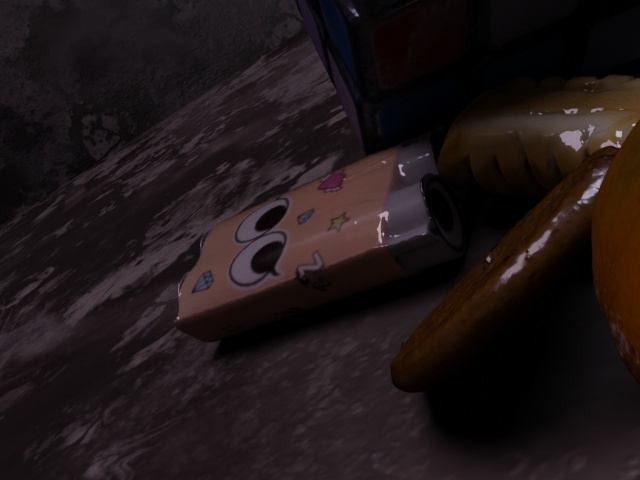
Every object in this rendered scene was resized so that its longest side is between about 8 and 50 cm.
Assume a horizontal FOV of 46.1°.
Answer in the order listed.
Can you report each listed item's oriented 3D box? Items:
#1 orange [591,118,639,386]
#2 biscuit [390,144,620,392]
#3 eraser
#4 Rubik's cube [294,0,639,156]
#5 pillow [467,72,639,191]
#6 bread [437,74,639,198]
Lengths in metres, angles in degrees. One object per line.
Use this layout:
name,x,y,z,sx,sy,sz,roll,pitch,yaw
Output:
orange,0.231,-0.009,0.308,0.240,0.171,0.240,-28,21,12
biscuit,0.123,0.021,0.484,0.212,0.036,0.212,-46,-6,-7
eraser,0.000,0.000,0.749,0.290,0.087,0.171,-21,33,30
Rubik's cube,0.128,-0.341,0.734,0.363,0.359,0.362,-26,63,-1
pillow,0.220,-0.103,0.732,0.203,0.038,0.113,-19,28,35
bread,0.204,-0.079,0.611,0.134,0.081,0.225,-36,32,-30
